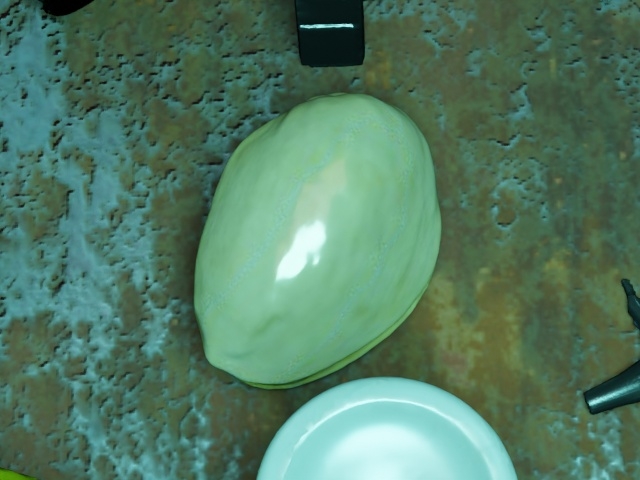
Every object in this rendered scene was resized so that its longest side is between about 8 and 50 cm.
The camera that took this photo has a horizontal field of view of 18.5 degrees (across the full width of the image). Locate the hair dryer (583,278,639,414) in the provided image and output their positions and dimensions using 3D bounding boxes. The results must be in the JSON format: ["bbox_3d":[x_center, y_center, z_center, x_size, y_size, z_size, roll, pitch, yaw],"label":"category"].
[{"bbox_3d":[0.197,0.066,1.252,0.079,0.031,0.083,-20,60,4],"label":"hair dryer"}]

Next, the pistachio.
[{"bbox_3d":[0.000,0.000,1.221,0.145,0.117,0.200,25,76,3],"label":"pistachio"}]

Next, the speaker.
[{"bbox_3d":[0.004,-0.185,1.225,0.044,0.218,0.082,-1,74,2],"label":"speaker"}]

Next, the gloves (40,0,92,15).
[{"bbox_3d":[-0.230,-0.264,1.316,0.268,0.107,0.135,43,47,14],"label":"gloves"}]

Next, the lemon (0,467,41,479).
[{"bbox_3d":[-0.190,0.262,1.068,0.268,0.268,0.322,-32,79,-9],"label":"lemon"}]

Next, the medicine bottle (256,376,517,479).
[{"bbox_3d":[0.034,0.171,1.100,0.145,0.252,0.144,-1,70,2],"label":"medicine bottle"}]
